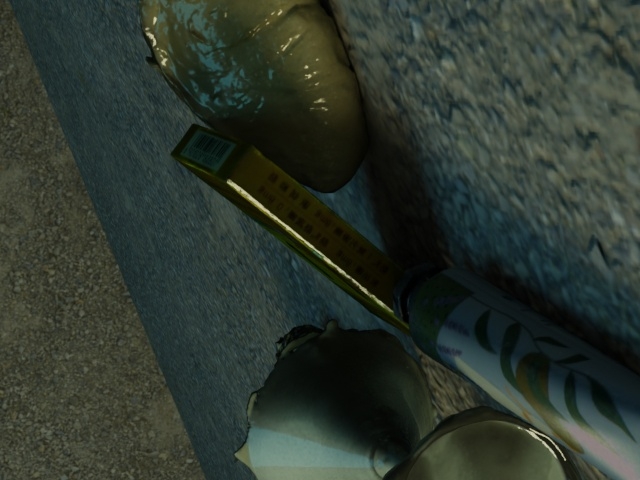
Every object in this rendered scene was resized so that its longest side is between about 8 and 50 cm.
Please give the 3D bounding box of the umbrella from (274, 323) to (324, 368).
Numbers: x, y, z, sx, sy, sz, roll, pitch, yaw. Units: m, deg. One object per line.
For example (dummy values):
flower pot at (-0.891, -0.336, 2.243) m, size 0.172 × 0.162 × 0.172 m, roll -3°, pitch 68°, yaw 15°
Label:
umbrella at (-0.011, 0.120, 1.017) m, size 0.143 × 0.062 × 0.067 m, roll 91°, pitch 170°, yaw -66°

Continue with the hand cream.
hand cream at (0.124, 0.071, 0.552) m, size 0.256 × 0.055 × 0.088 m, roll 32°, pitch 147°, yaw 52°

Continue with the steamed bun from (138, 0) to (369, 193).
steamed bun at (-0.072, -0.154, 0.737) m, size 0.231 × 0.110 × 0.212 m, roll 42°, pitch 151°, yaw 50°

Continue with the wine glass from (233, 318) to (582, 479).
wine glass at (0.052, 0.141, 0.688) m, size 0.156 × 0.156 × 0.232 m, roll 69°, pitch 164°, yaw -10°

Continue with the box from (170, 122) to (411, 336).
box at (0.000, 0.000, 0.698) m, size 0.193 × 0.030 × 0.121 m, roll 38°, pitch 176°, yaw -25°
